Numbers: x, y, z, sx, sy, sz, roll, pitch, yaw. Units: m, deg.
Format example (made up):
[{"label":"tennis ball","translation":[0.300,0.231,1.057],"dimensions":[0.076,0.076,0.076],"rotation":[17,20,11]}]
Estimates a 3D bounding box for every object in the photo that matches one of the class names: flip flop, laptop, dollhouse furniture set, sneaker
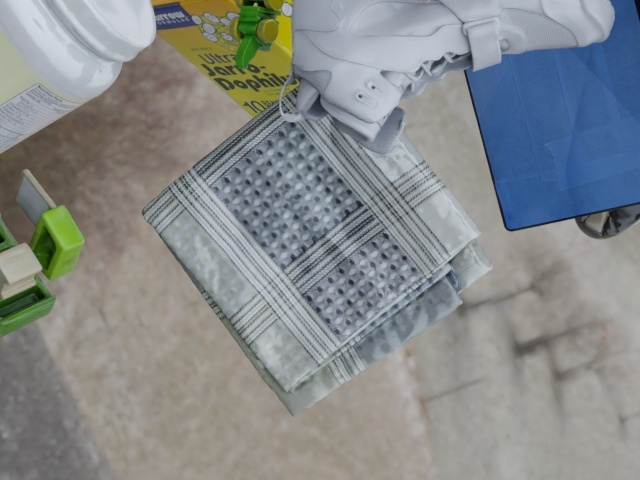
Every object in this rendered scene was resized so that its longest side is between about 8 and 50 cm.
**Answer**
[{"label":"flip flop","translation":[0.497,-0.086,2.182],"dimensions":[0.112,0.277,0.080],"rotation":[58,-7,10]},{"label":"laptop","translation":[0.326,-0.214,1.716],"dimensions":[0.408,0.236,0.382],"rotation":[-157,-128,-84]},{"label":"dollhouse furniture set","translation":[-0.467,0.043,1.786],"dimensions":[0.301,0.197,0.151],"rotation":[-28,73,-36]},{"label":"sneaker","translation":[0.129,-0.201,1.614],"dimensions":[0.137,0.366,0.210],"rotation":[57,43,-73]}]

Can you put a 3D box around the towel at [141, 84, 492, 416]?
[{"label":"towel","translation":[0.000,0.000,1.725],"dimensions":[0.324,0.312,0.056],"rotation":[53,2,-4]}]

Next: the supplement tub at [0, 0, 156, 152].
[{"label":"supplement tub","translation":[-0.380,-0.234,1.710],"dimensions":[0.235,0.325,0.235],"rotation":[51,22,-29]}]

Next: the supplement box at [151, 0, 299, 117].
[{"label":"supplement box","translation":[-0.057,-0.311,2.092],"dimensions":[0.356,0.194,0.195],"rotation":[39,62,-39]}]

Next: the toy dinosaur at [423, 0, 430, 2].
[{"label":"toy dinosaur","translation":[0.120,-0.418,1.507],"dimensions":[0.218,0.322,0.164],"rotation":[29,6,31]}]

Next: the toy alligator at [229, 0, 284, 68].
[{"label":"toy alligator","translation":[-0.065,-0.294,1.758],"dimensions":[0.051,0.056,0.189],"rotation":[14,85,-54]}]
